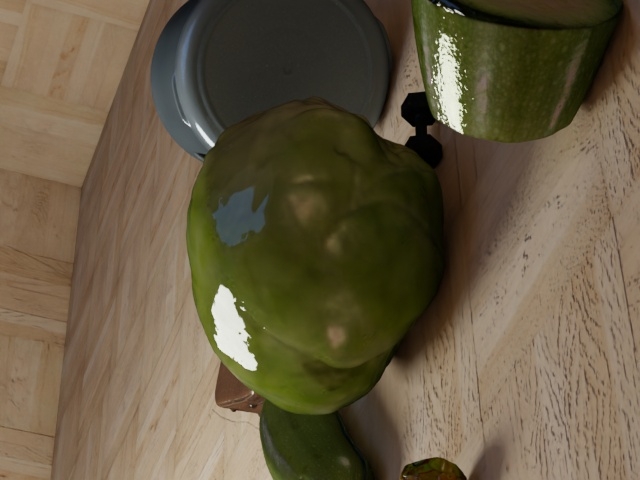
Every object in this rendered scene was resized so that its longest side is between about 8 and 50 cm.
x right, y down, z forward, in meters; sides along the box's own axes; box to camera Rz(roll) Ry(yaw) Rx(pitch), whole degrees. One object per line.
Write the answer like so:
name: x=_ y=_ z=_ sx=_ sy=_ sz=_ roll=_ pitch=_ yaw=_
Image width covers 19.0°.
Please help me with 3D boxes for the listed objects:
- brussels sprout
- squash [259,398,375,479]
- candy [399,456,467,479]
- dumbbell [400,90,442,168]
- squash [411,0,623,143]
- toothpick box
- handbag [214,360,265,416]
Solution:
brussels sprout: x=-0.002 y=0.001 z=1.788 sx=0.274 sy=0.242 sz=0.317 roll=71 pitch=-158 yaw=-70
squash: x=-0.014 y=0.207 z=1.919 sx=0.341 sy=0.094 sz=0.094 roll=-125 pitch=50 yaw=-68
candy: x=0.105 y=0.255 z=1.512 sx=0.201 sy=0.060 sz=0.060 roll=-103 pitch=29 yaw=-45
dumbbell: x=0.099 y=-0.108 z=1.869 sx=0.036 sy=0.040 sz=0.083 roll=-28 pitch=42 yaw=29
squash: x=0.148 y=-0.160 z=1.505 sx=0.170 sy=0.170 sz=0.123 roll=-100 pitch=12 yaw=-57
toothpick box: x=-0.076 y=-0.204 z=2.212 sx=0.354 sy=0.263 sz=0.263 roll=-169 pitch=92 yaw=-77
handbag: x=-0.059 y=0.125 z=2.197 sx=0.193 sy=0.072 sz=0.151 roll=155 pitch=127 yaw=-74
